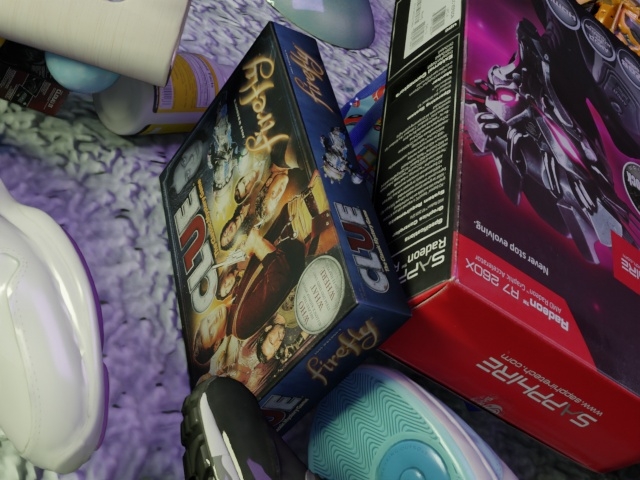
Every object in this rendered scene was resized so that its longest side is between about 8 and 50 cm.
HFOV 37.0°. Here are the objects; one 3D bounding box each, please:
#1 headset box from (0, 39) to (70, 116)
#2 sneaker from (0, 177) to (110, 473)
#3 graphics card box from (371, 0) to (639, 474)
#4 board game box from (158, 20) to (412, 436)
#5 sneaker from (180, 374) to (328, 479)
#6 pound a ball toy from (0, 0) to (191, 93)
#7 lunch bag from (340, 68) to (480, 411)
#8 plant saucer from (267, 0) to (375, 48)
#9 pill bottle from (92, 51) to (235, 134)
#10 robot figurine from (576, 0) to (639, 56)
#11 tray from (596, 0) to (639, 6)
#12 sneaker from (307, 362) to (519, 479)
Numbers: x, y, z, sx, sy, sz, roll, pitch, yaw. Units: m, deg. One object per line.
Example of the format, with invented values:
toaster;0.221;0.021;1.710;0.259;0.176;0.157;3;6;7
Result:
headset box;-0.220;-0.131;0.702;0.083;0.032;0.062;18;41;-33
sneaker;-0.224;0.006;0.501;0.152;0.114;0.305;-22;64;-39
graphics card box;0.154;-0.047;0.706;0.233;0.094;0.370;31;46;-25
board game box;-0.038;-0.004;0.626;0.042;0.165;0.243;16;41;-34
sneaker;0.025;0.190;0.495;0.124;0.107;0.283;-21;73;-21
pound a ball toy;-0.237;-0.182;0.581;0.319;0.135;0.208;16;9;-11
lunch bag;0.094;-0.015;0.783;0.221;0.138;0.293;47;35;-9
plant saucer;-0.005;-0.303;1.110;0.195;0.037;0.195;26;36;-21
pill bottle;-0.117;-0.117;0.762;0.116;0.065;0.065;-10;59;-51
robot figurine;0.302;-0.135;1.049;0.211;0.291;0.085;30;-9;-17
tray;0.313;-0.219;1.184;0.411;0.203;0.076;43;27;2
sneaker;0.134;0.211;0.608;0.208;0.127;0.319;2;49;-54
